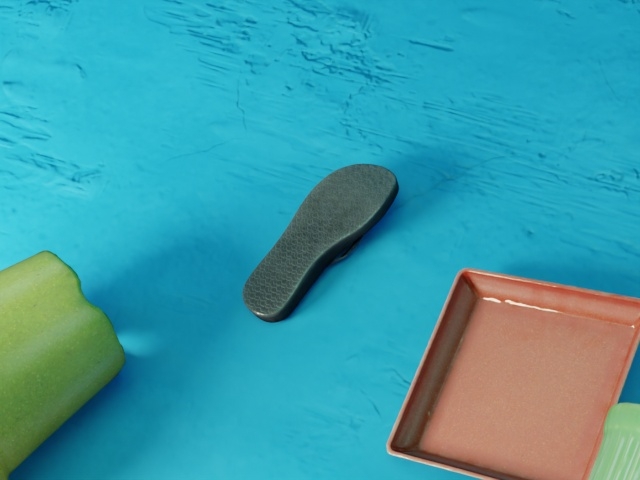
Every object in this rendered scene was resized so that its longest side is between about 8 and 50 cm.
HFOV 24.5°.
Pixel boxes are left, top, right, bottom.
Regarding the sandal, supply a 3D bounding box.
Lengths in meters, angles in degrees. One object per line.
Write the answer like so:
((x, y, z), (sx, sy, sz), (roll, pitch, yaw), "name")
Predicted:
((-0.001, 0.000, 1.902), (0.254, 0.054, 0.097), (-45, 58, -2), "sandal")

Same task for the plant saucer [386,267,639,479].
((0.239, 0.172, 1.740), (0.258, 0.048, 0.259), (10, 65, 34), "plant saucer")

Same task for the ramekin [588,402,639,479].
((0.413, 0.304, 1.543), (0.303, 0.303, 0.148), (23, 78, 19), "ramekin")

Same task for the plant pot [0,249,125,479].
((-0.388, 0.152, 1.792), (0.254, 0.276, 0.276), (-34, 63, -20), "plant pot")
